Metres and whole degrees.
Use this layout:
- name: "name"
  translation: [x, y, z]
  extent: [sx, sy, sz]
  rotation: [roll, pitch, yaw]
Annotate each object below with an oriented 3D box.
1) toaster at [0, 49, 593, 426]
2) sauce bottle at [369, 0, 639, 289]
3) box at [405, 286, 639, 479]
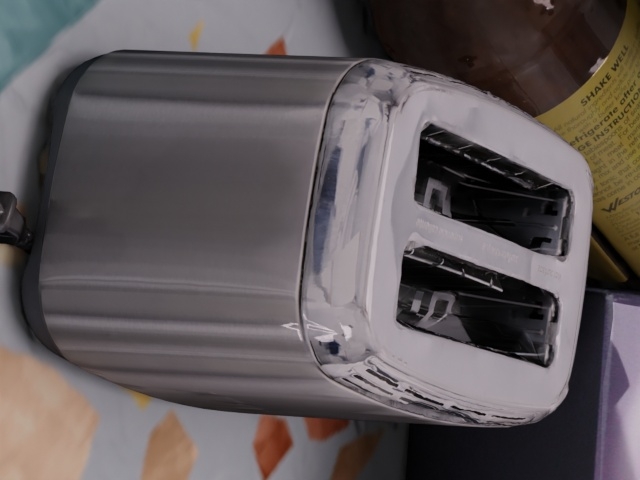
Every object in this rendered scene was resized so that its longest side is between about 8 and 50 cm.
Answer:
- name: "toaster"
  translation: [0.000, 0.000, 0.634]
  extent: [0.227, 0.146, 0.129]
  rotation: [21, 75, -53]
- name: "sauce bottle"
  translation: [0.096, -0.090, 0.788]
  extent: [0.344, 0.111, 0.111]
  rotation: [45, 57, -48]
- name: "box"
  translation: [0.200, 0.175, 0.795]
  extent: [0.294, 0.183, 0.296]
  rotation: [4, 88, -22]
